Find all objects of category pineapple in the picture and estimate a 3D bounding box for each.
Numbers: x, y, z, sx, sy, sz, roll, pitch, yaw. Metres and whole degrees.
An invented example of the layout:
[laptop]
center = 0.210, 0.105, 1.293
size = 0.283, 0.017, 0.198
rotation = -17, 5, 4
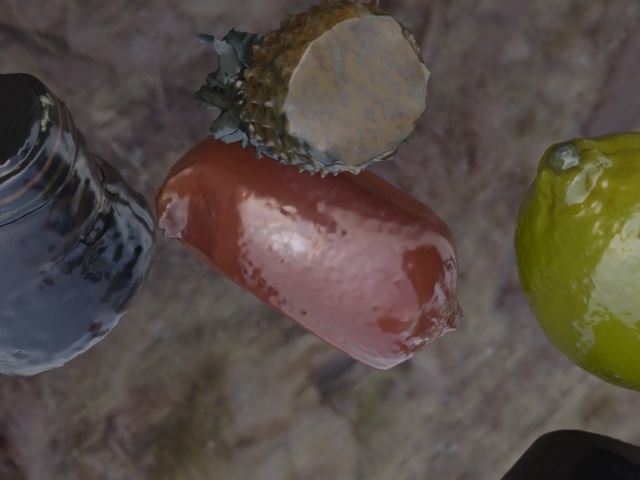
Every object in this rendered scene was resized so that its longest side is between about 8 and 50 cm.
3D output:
[pineapple]
center = -0.020, -0.101, 1.177
size = 0.125, 0.125, 0.251
rotation = -35, -167, -15

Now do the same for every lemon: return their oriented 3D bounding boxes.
[lemon]
center = 0.232, 0.015, 1.260
size = 0.248, 0.184, 0.184
rotation = 35, 105, -31

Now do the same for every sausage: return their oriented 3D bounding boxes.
[sausage]
center = 0.000, 0.000, 1.358
size = 0.148, 0.254, 0.148
rotation = -54, -177, 4

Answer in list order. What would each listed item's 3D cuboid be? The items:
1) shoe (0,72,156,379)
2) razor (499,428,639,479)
[shoe]
center = -0.330, 0.024, 1.452
size = 0.384, 0.171, 0.237
rotation = -23, 134, 13
[razor]
center = 0.172, 0.267, 1.237
size = 0.349, 0.204, 0.113
rotation = -39, 146, -53
